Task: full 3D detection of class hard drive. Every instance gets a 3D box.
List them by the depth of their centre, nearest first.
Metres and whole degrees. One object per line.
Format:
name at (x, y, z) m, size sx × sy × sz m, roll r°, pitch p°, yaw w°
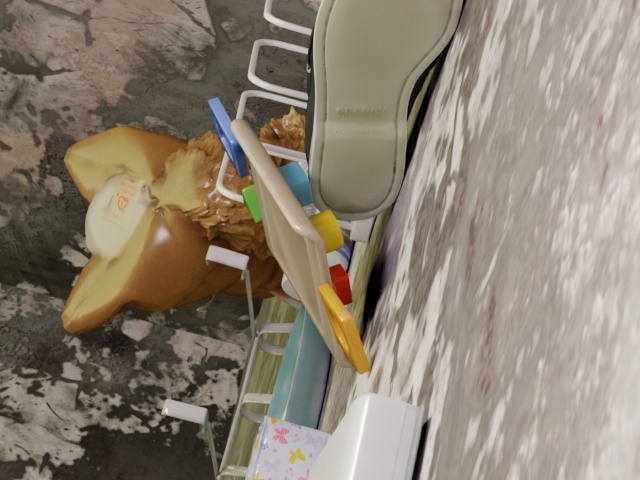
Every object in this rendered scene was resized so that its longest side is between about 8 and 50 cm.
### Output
hard drive at (-0.009, 0.295, 0.957) m, size 0.233 × 0.047 × 0.353 m, roll 113°, pitch 170°, yaw -68°

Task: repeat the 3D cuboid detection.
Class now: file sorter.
file sorter at (0.008, -0.176, 1.627) m, size 0.193 × 0.173 × 0.278 m, roll -85°, pitch 11°, yaw -68°

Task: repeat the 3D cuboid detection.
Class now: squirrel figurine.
squirrel figurine at (-0.124, -0.016, 2.159) m, size 0.397 × 0.370 × 0.281 m, roll -26°, pitch 60°, yaw 33°

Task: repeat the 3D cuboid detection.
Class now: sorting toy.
sorting toy at (-0.013, -0.001, 1.405) m, size 0.196 × 0.047 × 0.348 m, roll 74°, pitch 169°, yaw -45°

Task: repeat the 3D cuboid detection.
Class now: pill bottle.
pill bottle at (0.000, 0.000, 1.767) m, size 0.078 × 0.078 × 0.137 m, roll 112°, pitch 172°, yaw -61°

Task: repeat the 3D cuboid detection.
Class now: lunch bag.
lunch bag at (-0.034, 0.219, 1.446) m, size 0.053 × 0.071 × 0.083 m, roll 115°, pitch 169°, yaw -63°

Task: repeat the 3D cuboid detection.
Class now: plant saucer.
plant saucer at (-0.040, 0.230, 1.735) m, size 0.317 × 0.043 × 0.318 m, roll -165°, pitch 90°, yaw -86°

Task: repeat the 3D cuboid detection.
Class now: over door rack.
over door rack at (-0.097, 0.189, 2.034) m, size 0.324 × 0.108 × 0.240 m, roll 67°, pitch -147°, yaw -61°

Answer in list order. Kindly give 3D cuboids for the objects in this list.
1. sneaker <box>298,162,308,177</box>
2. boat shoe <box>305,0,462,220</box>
sneaker at (0.015, -0.098, 1.919) m, size 0.191 × 0.082 × 0.071 m, roll 113°, pitch 173°, yaw -56°
boat shoe at (0.050, -0.181, 1.383) m, size 0.113 × 0.127 × 0.340 m, roll -98°, pitch 11°, yaw -50°
